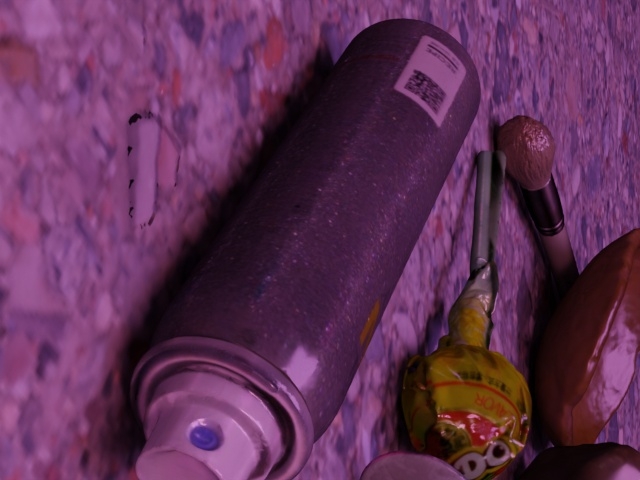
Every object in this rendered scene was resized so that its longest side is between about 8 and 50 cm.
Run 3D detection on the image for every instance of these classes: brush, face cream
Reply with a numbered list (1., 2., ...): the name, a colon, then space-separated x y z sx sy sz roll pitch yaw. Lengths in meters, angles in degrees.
1. brush: 0.183 -0.008 0.992 0.039 0.042 0.299 -65 152 -21
2. face cream: 0.000 0.000 0.510 0.283 0.073 0.073 -60 142 -50

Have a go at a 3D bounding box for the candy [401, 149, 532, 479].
1. candy: 0.094 0.034 0.762 0.077 0.073 0.262 92 7 -46

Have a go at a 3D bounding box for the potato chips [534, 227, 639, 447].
1. potato chips: 0.222 0.077 1.013 0.208 0.061 0.195 -67 154 -12

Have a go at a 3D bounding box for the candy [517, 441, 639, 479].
1. candy: 0.227 0.259 0.906 0.102 0.104 0.234 -36 97 -26

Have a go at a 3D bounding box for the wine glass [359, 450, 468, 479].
1. wine glass: 0.024 0.170 0.574 0.155 0.073 0.073 -62 144 -54
